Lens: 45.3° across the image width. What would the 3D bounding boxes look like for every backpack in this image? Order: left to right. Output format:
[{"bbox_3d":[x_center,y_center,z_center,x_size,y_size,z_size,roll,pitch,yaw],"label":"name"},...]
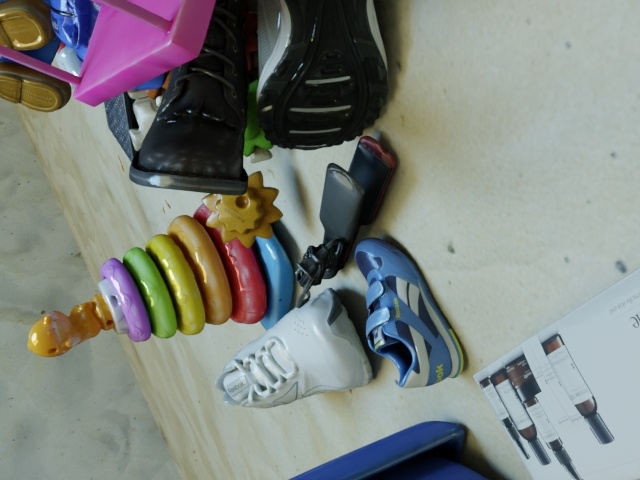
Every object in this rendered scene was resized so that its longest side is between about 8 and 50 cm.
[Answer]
[{"bbox_3d":[-0.182,-0.193,0.671,0.098,0.101,0.120,-133,42,-56],"label":"backpack"}]

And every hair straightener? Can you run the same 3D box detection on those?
[{"bbox_3d":[0.000,0.000,0.695,0.047,0.089,0.230,44,151,10],"label":"hair straightener"}]

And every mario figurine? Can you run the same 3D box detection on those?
[{"bbox_3d":[-0.272,-0.300,0.883,0.198,0.170,0.320,-35,37,38],"label":"mario figurine"}]

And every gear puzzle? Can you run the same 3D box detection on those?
[{"bbox_3d":[-0.126,-0.146,0.760,0.044,0.176,0.338,-60,-43,-68],"label":"gear puzzle"}]

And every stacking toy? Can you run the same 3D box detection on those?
[{"bbox_3d":[-0.198,0.063,0.910,0.165,0.302,0.175,52,153,33],"label":"stacking toy"}]

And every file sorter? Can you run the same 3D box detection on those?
[{"bbox_3d":[-0.156,-0.266,0.483,0.202,0.182,0.290,1,74,57],"label":"file sorter"}]

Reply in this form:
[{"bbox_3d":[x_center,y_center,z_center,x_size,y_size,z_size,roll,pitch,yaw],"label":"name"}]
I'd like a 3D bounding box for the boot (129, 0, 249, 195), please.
[{"bbox_3d":[-0.089,-0.171,0.598,0.263,0.091,0.228,-101,19,-64],"label":"boot"}]

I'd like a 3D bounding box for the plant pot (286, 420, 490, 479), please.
[{"bbox_3d":[0.066,0.308,0.662,0.235,0.236,0.212,90,154,-43],"label":"plant pot"}]

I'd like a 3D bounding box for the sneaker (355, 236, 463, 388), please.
[{"bbox_3d":[0.063,0.061,0.655,0.144,0.059,0.053,59,158,21],"label":"sneaker"}]

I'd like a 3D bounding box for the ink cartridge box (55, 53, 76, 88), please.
[{"bbox_3d":[-0.396,-0.376,1.215,0.212,0.093,0.154,61,155,11],"label":"ink cartridge box"}]

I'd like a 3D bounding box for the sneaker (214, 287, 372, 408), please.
[{"bbox_3d":[-0.036,0.142,0.853,0.111,0.129,0.297,64,155,13],"label":"sneaker"}]

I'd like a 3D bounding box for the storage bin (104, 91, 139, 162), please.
[{"bbox_3d":[-0.183,-0.181,0.891,0.084,0.122,0.180,52,152,32],"label":"storage bin"}]

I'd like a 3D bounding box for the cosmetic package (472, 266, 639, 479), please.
[{"bbox_3d":[0.176,0.076,0.423,0.098,0.061,0.239,60,156,16],"label":"cosmetic package"}]

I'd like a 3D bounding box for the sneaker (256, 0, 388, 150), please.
[{"bbox_3d":[-0.002,-0.175,0.568,0.271,0.100,0.108,92,172,-50],"label":"sneaker"}]
